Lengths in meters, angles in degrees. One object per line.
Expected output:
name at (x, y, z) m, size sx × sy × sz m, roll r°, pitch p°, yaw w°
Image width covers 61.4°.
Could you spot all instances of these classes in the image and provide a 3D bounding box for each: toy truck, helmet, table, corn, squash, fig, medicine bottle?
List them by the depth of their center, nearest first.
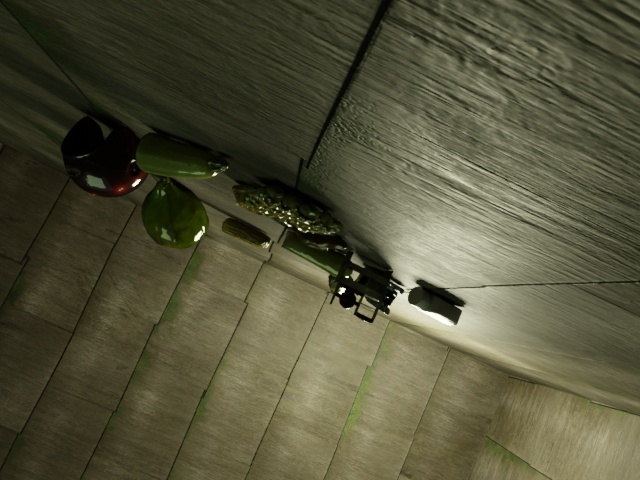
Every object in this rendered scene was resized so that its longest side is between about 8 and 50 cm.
squash at (-0.288, -0.174, 1.159) m, size 0.224 × 0.094 × 0.094 m, roll 13°, pitch 168°, yaw 24°
helmet at (-0.531, -0.204, 1.346) m, size 0.189 × 0.193 × 0.216 m, roll 17°, pitch -161°, yaw 33°
table at (0.119, 0.142, 1.627) m, size 0.146 × 0.175 × 0.062 m, roll 26°, pitch 171°, yaw -14°
squash at (-0.008, 0.047, 1.741) m, size 0.250 × 0.083 × 0.083 m, roll 26°, pitch 172°, yaw 1°
medicine bottle at (0.366, 0.211, 1.745) m, size 0.183 × 0.069 × 0.119 m, roll 31°, pitch 172°, yaw -32°
toy truck at (0.189, 0.165, 1.849) m, size 0.140 × 0.108 × 0.256 m, roll 35°, pitch -179°, yaw 27°
fig at (-0.524, -0.116, 1.878) m, size 0.233 × 0.233 × 0.314 m, roll 17°, pitch 141°, yaw 41°
corn at (-0.291, -0.027, 2.115) m, size 0.203 × 0.072 × 0.072 m, roll 24°, pitch 172°, yaw -10°

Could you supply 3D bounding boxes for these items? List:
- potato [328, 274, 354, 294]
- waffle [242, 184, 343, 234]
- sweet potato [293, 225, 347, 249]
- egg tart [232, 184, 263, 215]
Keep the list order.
potato at (0.083, 0.165, 2.168) m, size 0.085 × 0.105 × 0.188 m, roll 40°, pitch 167°, yaw 27°
waffle at (-0.068, -0.072, 1.236) m, size 0.223 × 0.054 × 0.204 m, roll 26°, pitch 172°, yaw -23°
sweet potato at (0.002, 0.001, 1.506) m, size 0.182 × 0.054 × 0.053 m, roll 16°, pitch 178°, yaw 32°
egg tart at (-0.168, -0.099, 1.359) m, size 0.130 × 0.052 × 0.130 m, roll 21°, pitch 173°, yaw 3°
